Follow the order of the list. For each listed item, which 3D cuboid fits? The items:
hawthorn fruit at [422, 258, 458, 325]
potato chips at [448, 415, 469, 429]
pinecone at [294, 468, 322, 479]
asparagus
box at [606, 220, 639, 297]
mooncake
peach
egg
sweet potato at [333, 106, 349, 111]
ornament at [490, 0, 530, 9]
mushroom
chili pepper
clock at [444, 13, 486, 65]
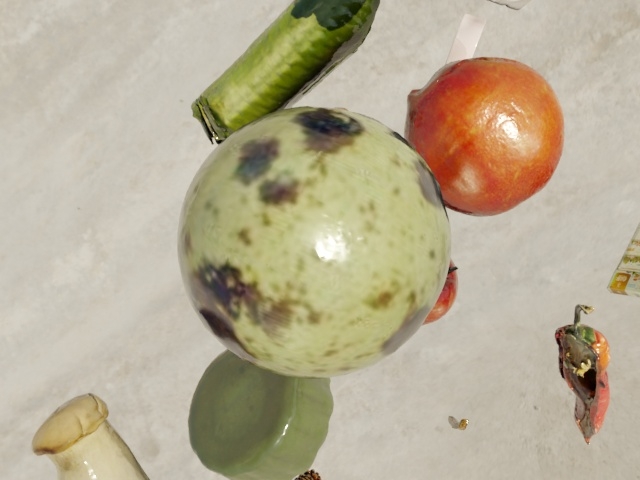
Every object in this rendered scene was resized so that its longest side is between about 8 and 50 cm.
[{"bbox_3d":[0.312,0.137,1.612,0.369,0.285,0.284,-26,65,56],"label":"hawthorn fruit"},{"bbox_3d":[0.396,0.530,1.453,0.026,0.204,0.037,18,75,10],"label":"potato chips"},{"bbox_3d":[-0.039,0.761,1.548,0.102,0.109,0.102,-6,64,12],"label":"pinecone"},{"bbox_3d":[-0.044,-0.258,0.718,0.382,0.128,0.108,-32,61,35],"label":"asparagus"},{"bbox_3d":[0.751,0.032,1.129,0.220,0.032,0.122,-56,27,-14],"label":"box"},{"bbox_3d":[-0.141,0.410,1.235,0.356,0.194,0.356,-21,47,24],"label":"mooncake"},{"bbox_3d":[0.364,-0.240,1.152,0.373,0.372,0.290,29,50,26],"label":"peach"},{"bbox_3d":[0.000,0.000,0.679,0.345,0.428,0.344,0,91,14],"label":"egg"},{"bbox_3d":[0.030,-0.301,1.212,0.050,0.050,0.214,-54,24,5],"label":"sweet potato"},{"bbox_3d":[0.275,-0.539,0.732,0.240,0.239,0.239,147,124,-61],"label":"ornament"},{"bbox_3d":[-0.346,0.457,0.838,0.154,0.137,0.407,-26,99,-6],"label":"mushroom"},{"bbox_3d":[0.304,0.153,0.568,0.050,0.268,0.059,-41,37,-17],"label":"chili pepper"},{"bbox_3d":[0.428,-0.569,1.501,0.068,0.197,0.196,21,88,9],"label":"clock"}]
